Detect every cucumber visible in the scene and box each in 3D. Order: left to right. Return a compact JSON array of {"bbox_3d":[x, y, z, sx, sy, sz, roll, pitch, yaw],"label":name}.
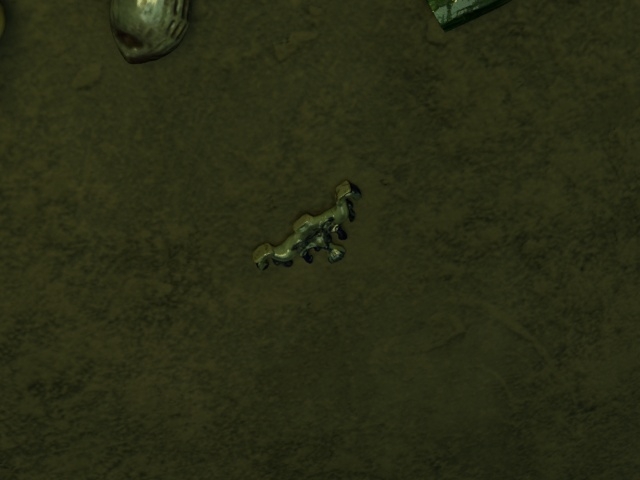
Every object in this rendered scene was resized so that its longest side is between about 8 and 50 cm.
[{"bbox_3d":[0.147,-0.229,1.002,0.105,0.048,0.048,-22,127,2],"label":"cucumber"}]

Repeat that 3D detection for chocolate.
[{"bbox_3d":[-0.137,-0.227,0.920,0.072,0.072,0.167,6,121,-18],"label":"chocolate"}]

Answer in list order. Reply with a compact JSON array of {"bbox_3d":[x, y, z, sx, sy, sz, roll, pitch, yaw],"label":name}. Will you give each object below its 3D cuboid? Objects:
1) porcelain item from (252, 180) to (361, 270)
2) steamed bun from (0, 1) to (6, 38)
[{"bbox_3d":[0.000,0.000,1.146,0.136,0.021,0.075,-37,129,14],"label":"porcelain item"},{"bbox_3d":[-0.380,-0.165,0.845,0.200,0.170,0.225,-37,124,19],"label":"steamed bun"}]
